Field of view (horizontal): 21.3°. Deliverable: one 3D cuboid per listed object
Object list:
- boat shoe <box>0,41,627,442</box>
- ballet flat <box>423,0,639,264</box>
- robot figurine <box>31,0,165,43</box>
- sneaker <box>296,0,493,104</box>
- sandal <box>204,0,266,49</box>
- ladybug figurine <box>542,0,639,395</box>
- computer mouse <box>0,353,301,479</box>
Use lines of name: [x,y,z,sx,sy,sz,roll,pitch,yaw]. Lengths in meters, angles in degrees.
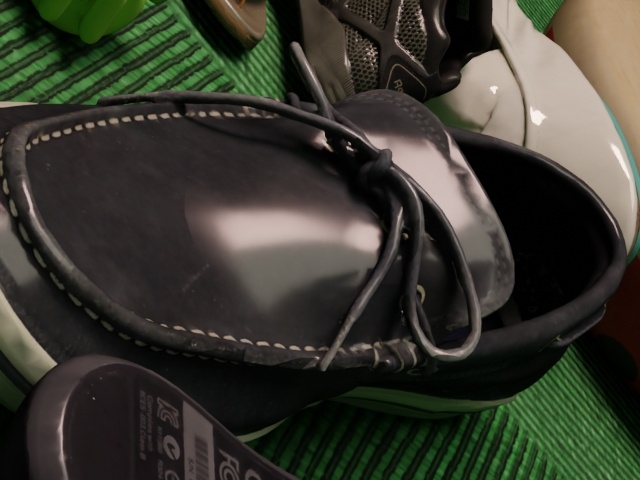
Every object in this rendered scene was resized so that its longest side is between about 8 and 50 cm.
boat shoe: [0.000,0.000,0.836,0.500,0.156,0.186,9,51,-55]
ballet flat: [0.100,-0.119,1.229,0.139,0.139,0.400,30,29,-40]
robot figurine: [-0.124,-0.156,0.927,0.101,0.067,0.115,27,32,-19]
sneaker: [0.048,-0.171,1.156,0.227,0.130,0.087,-100,172,-45]
sandal: [-0.046,-0.186,1.123,0.072,0.049,0.180,46,25,-15]
ladybug figurine: [0.273,-0.021,1.324,0.305,0.162,0.449,35,30,-35]
computer mouse: [-0.043,0.148,0.672,0.272,0.072,0.188,44,31,-38]
